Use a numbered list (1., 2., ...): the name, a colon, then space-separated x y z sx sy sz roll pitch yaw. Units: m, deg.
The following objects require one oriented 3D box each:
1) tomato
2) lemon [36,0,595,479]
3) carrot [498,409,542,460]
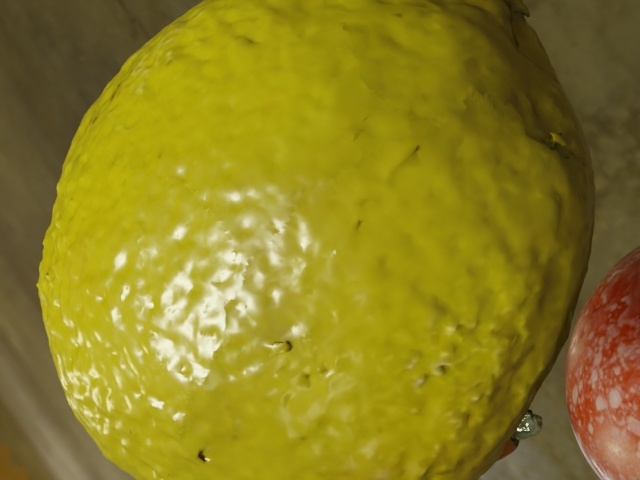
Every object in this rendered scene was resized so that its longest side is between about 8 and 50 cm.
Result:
1. tomato: 0.326 0.123 1.096 0.270 0.270 0.227 49 138 9
2. lemon: 0.000 0.000 0.677 0.268 0.322 0.268 20 -175 -2
3. carrot: 0.076 0.209 1.367 0.336 0.069 0.069 -14 116 32
